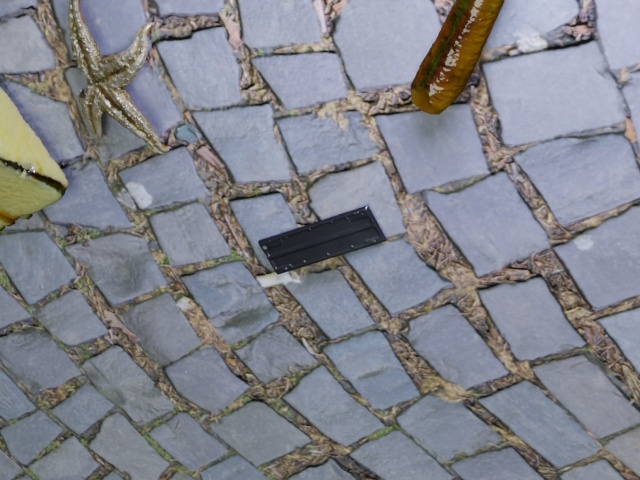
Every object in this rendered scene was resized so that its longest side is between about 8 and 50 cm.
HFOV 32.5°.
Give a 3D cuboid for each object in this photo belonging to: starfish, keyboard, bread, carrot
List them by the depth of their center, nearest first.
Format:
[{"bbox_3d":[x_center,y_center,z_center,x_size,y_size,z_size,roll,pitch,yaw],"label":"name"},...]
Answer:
[{"bbox_3d":[0.193,-0.293,1.348,0.066,0.066,0.314,27,124,5],"label":"carrot"},{"bbox_3d":[-0.299,-0.240,1.595,0.138,0.050,0.247,8,127,16],"label":"starfish"},{"bbox_3d":[0.000,0.000,1.646,0.202,0.011,0.067,-18,114,31],"label":"keyboard"},{"bbox_3d":[-0.565,-0.091,1.724,0.263,0.198,0.236,-21,118,34],"label":"bread"}]
